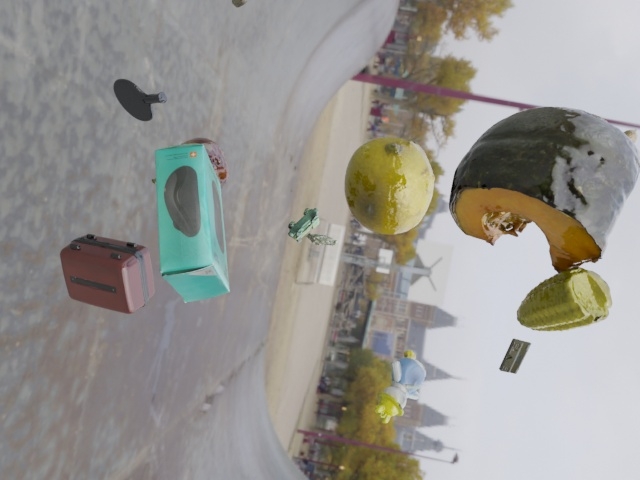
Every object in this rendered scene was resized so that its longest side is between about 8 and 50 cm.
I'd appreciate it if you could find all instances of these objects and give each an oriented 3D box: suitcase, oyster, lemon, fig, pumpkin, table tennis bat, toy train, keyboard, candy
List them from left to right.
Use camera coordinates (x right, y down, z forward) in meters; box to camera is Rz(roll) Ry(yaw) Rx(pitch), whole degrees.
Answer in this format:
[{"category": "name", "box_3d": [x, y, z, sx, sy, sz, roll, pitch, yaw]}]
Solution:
[{"category": "suitcase", "box_3d": [-0.734, 0.115, 1.957, 0.161, 0.297, 0.236, -51, 146, -56]}, {"category": "table tennis bat", "box_3d": [-0.547, -0.427, 1.720, 0.027, 0.236, 0.150, -53, 132, -31]}, {"category": "fig", "box_3d": [-0.368, -0.186, 1.553, 0.143, 0.230, 0.160, -110, 173, -48]}, {"category": "toy train", "box_3d": [-0.052, -0.049, 1.737, 0.122, 0.050, 0.081, -44, 161, -15]}, {"category": "oyster", "box_3d": [0.001, 0.000, 1.977, 0.100, 0.098, 0.037, -178, -82, -73]}, {"category": "lemon", "box_3d": [0.189, -0.150, 1.569, 0.284, 0.260, 0.261, 54, 39, -45]}, {"category": "keyboard", "box_3d": [0.516, 0.308, 1.501, 0.015, 0.049, 0.129, -74, 172, -50]}, {"category": "pumpkin", "box_3d": [0.403, -0.102, 1.049, 0.225, 0.303, 0.256, -59, 154, -22]}, {"category": "candy", "box_3d": [0.432, 0.121, 1.050, 0.199, 0.094, 0.106, 133, -41, -62]}]

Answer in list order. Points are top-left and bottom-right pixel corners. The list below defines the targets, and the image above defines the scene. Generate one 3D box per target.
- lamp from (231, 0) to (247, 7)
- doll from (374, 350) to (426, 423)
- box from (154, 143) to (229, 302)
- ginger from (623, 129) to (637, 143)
[{"category": "lamp", "box_3d": [-0.271, -0.721, 1.491, 0.214, 0.121, 0.121, 35, 58, -42]}, {"category": "doll", "box_3d": [0.239, 0.436, 1.687, 0.241, 0.098, 0.135, -46, 146, -36]}, {"category": "box", "box_3d": [-0.291, -0.038, 1.302, 0.205, 0.118, 0.311, 80, 1, -67]}, {"category": "ginger", "box_3d": [0.753, -0.190, 1.532, 0.294, 0.131, 0.086, 112, -20, -58]}]
